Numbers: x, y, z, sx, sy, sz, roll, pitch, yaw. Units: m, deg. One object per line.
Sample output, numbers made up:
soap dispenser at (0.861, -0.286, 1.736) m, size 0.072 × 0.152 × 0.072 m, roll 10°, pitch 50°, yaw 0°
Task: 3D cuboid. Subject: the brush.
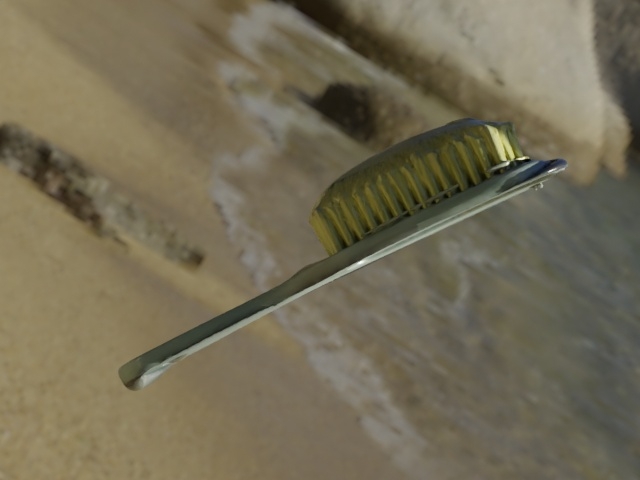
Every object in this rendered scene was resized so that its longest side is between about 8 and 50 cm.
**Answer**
brush at (0.000, 0.000, 1.022) m, size 0.060 × 0.297 × 0.068 m, roll 64°, pitch 12°, yaw 5°
